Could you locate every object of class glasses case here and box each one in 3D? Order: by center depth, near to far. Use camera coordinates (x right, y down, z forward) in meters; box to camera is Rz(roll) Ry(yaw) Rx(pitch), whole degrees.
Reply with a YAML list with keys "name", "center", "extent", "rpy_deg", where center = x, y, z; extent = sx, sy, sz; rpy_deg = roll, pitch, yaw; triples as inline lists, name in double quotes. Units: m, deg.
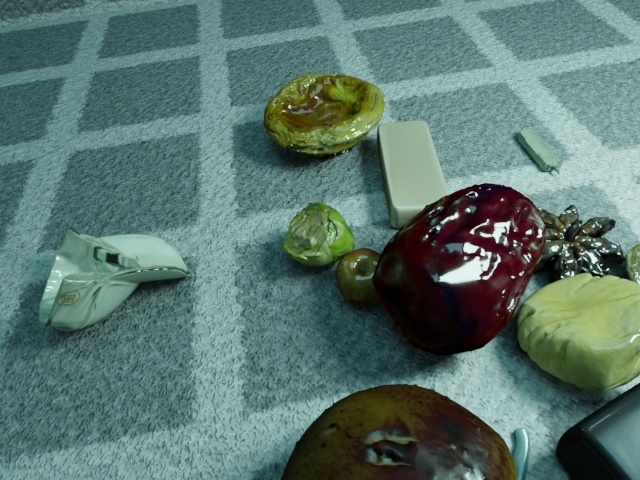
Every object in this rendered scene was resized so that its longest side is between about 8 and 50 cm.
- name: "glasses case"
  center: [0.231, -0.179, 1.153]
  extent: [0.144, 0.076, 0.336]
  rpy_deg: [-3, 50, 2]

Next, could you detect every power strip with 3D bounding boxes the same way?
- name: "power strip"
  center: [0.587, -0.239, 1.197]
  extent: [0.048, 0.030, 0.191]
  rpy_deg: [-11, 50, -5]

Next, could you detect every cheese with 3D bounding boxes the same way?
- name: "cheese"
  center: [0.478, 0.150, 0.802]
  extent: [0.226, 0.117, 0.214]
  rpy_deg: [-33, 29, -16]

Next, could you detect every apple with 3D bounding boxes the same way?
- name: "apple"
  center: [0.095, 0.074, 0.937]
  extent: [0.126, 0.102, 0.126]
  rpy_deg: [-3, 51, 4]

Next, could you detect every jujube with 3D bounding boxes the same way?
- name: "jujube"
  center: [0.265, 0.046, 0.852]
  extent: [0.258, 0.258, 0.377]
  rpy_deg: [30, 52, 27]

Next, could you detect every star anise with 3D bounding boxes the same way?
- name: "star anise"
  center: [0.524, 0.003, 0.956]
  extent: [0.223, 0.109, 0.236]
  rpy_deg: [30, 61, 32]

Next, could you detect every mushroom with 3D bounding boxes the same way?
- name: "mushroom"
  center: [0.133, 0.377, 0.627]
  extent: [0.334, 0.356, 0.331]
  rpy_deg: [-12, 39, 49]

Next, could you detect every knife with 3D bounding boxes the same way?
- name: "knife"
  center: [0.305, 0.396, 0.701]
  extent: [0.028, 0.015, 0.210]
  rpy_deg: [18, 55, 11]

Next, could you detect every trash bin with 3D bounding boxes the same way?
- name: "trash bin"
  center: [0.517, 0.284, 0.654]
  extent: [0.290, 0.209, 0.182]
  rpy_deg: [-25, 54, -8]

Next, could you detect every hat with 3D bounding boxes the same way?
- name: "hat"
  center: [-0.441, 0.090, 0.974]
  extent: [0.302, 0.168, 0.258]
  rpy_deg: [-2, 24, -26]

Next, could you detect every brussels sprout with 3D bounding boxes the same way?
- name: "brussels sprout"
  center: [0.003, 0.000, 0.998]
  extent: [0.149, 0.122, 0.151]
  rpy_deg: [-33, 39, 25]

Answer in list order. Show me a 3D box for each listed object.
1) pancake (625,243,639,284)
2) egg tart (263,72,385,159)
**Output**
- name: "pancake"
  center: [0.688, 0.077, 0.905]
  extent: [0.158, 0.028, 0.158]
  rpy_deg: [4, 60, -7]
- name: "egg tart"
  center: [0.014, -0.343, 1.268]
  extent: [0.352, 0.150, 0.351]
  rpy_deg: [-7, 49, 8]
